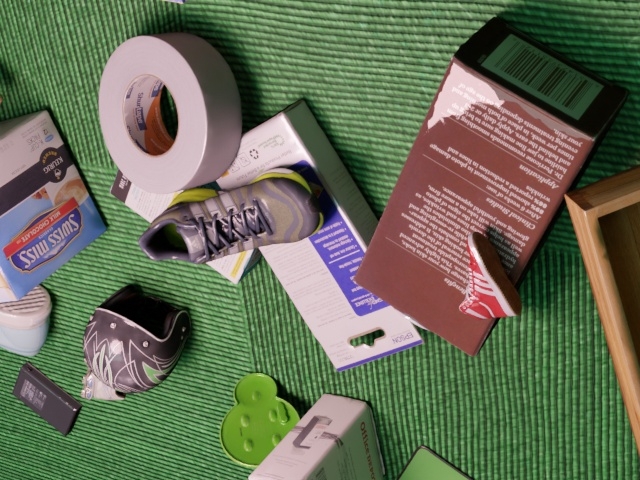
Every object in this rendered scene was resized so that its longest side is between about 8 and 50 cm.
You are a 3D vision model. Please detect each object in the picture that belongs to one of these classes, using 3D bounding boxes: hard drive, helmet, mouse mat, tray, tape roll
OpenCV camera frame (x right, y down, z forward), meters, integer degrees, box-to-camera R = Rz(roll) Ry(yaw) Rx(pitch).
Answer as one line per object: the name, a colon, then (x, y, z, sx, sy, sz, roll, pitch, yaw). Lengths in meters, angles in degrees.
hard drive: (-0.516, 0.300, 2.333, 0.135, 0.022, 0.094, 37, 134, 8)
helmet: (-0.303, 0.165, 1.998, 0.169, 0.161, 0.169, 18, 128, 24)
mouse mat: (0.206, 0.412, 1.929, 0.190, 0.007, 0.152, 33, 133, 9)
tray: (0.437, 0.099, 1.436, 0.203, 0.076, 0.410, -21, 111, -2)
tape roll: (-0.210, -0.177, 1.717, 0.219, 0.072, 0.219, 13, 111, 39)

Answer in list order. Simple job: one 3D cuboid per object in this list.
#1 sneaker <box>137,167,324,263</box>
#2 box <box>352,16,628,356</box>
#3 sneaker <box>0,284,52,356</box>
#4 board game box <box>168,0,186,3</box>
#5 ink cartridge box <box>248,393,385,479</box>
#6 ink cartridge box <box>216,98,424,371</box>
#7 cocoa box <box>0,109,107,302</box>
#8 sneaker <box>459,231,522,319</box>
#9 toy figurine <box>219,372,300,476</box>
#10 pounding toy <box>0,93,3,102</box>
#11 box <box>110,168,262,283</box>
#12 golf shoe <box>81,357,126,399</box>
sneaker: (-0.123, -0.017, 1.688, 0.300, 0.121, 0.111, -12, 110, 40)
box: (0.200, -0.057, 1.520, 0.191, 0.143, 0.381, 32, 131, 11)
sneaker: (-0.646, 0.107, 2.213, 0.366, 0.135, 0.150, 26, 129, 19)
board game box: (-0.250, -0.393, 1.528, 0.347, 0.233, 0.078, 15, 127, 26)
ink cartridge box: (-0.001, 0.361, 1.888, 0.092, 0.218, 0.158, 9, 124, 34)
ink cartridge box: (0.000, 0.000, 1.735, 0.176, 0.069, 0.370, -24, 99, 42)
cocoa box: (-0.568, -0.038, 1.991, 0.347, 0.231, 0.227, -8, 115, 38)
sneaker: (0.186, 0.046, 1.479, 0.067, 0.042, 0.118, -16, 113, 36)
toy figurine: (-0.090, 0.327, 2.005, 0.130, 0.173, 0.159, -11, 141, -2)
pounding toy: (-0.631, -0.226, 1.943, 0.270, 0.155, 0.154, -20, 119, 38)
box: (-0.192, -0.048, 1.845, 0.244, 0.060, 0.100, 36, 133, 9)
golf shoe: (-0.366, 0.210, 2.156, 0.086, 0.069, 0.176, 13, 132, 2)
